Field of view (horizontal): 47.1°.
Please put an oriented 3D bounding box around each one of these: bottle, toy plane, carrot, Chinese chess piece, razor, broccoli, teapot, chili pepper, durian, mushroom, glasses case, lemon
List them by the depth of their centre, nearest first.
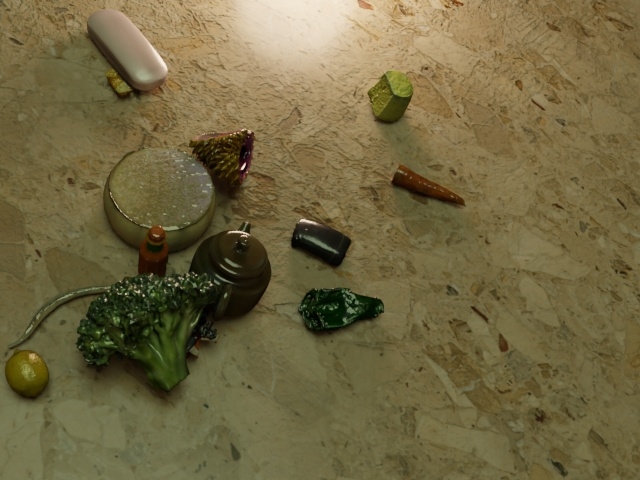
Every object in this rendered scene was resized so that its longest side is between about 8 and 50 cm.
[{"bbox_3d":[-0.612,0.273,1.529,0.082,0.082,0.111,-23,74,-26],"label":"lemon"},{"bbox_3d":[-0.356,0.189,1.572,0.288,0.246,0.248,-9,17,25],"label":"broccoli"},{"bbox_3d":[-0.560,0.147,1.649,0.306,0.043,0.068,-24,43,-25],"label":"mushroom"},{"bbox_3d":[-0.379,0.026,1.678,0.069,0.187,0.069,7,60,-13],"label":"bottle"},{"bbox_3d":[-0.281,0.188,1.680,0.135,0.062,0.188,5,52,17],"label":"toy plane"},{"bbox_3d":[-0.202,0.064,1.684,0.185,0.175,0.268,19,42,-9],"label":"teapot"},{"bbox_3d":[0.055,0.171,1.784,0.216,0.062,0.108,-1,66,-16],"label":"chili pepper"},{"bbox_3d":[-0.392,-0.101,1.798,0.269,0.112,0.270,7,58,-12],"label":"Chinese chess piece"},{"bbox_3d":[-0.250,-0.227,1.869,0.186,0.260,0.154,20,99,11],"label":"durian"},{"bbox_3d":[0.000,0.000,1.876,0.148,0.054,0.090,25,52,0],"label":"razor"},{"bbox_3d":[-0.539,-0.533,2.045,0.113,0.075,0.297,-30,72,-29],"label":"glasses case"},{"bbox_3d":[0.307,-0.147,2.054,0.224,0.057,0.057,22,56,-5],"label":"carrot"}]

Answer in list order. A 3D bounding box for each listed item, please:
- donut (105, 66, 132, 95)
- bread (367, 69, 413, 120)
[{"bbox_3d":[-0.549,-0.427,1.987,0.038,0.067,0.083,-36,107,-13],"label":"donut"},{"bbox_3d":[0.211,-0.425,2.160,0.111,0.114,0.129,-10,66,-28],"label":"bread"}]
